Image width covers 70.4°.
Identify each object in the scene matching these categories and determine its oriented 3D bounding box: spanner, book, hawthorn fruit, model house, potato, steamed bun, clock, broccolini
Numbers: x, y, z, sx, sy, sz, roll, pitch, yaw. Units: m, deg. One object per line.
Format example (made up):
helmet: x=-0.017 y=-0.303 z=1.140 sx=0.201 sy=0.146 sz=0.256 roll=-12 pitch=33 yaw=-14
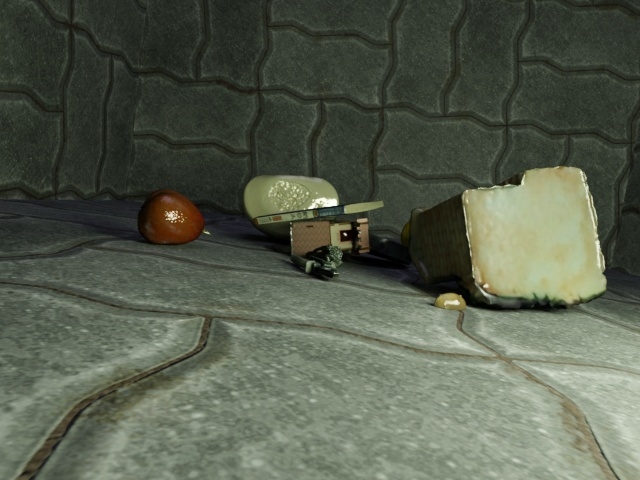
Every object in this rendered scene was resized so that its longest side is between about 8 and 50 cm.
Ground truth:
spanner: x=-0.010 y=0.079 z=1.382 sx=0.096 sy=0.040 sz=0.325 roll=6 pitch=4 yaw=-19
book: x=-0.007 y=-0.109 z=1.771 sx=0.428 sy=0.039 sz=0.300 roll=-4 pitch=5 yaw=36
hawthorn fruit: x=-0.485 y=-0.064 z=1.537 sx=0.252 sy=0.199 sz=0.199 roll=21 pitch=-1 yaw=-26
model house: x=0.523 y=0.021 z=1.384 sx=0.446 sy=0.394 sz=0.400 roll=-8 pitch=-4 yaw=-18
potato: x=0.331 y=0.152 z=1.122 sx=0.093 sy=0.037 sz=0.036 roll=7 pitch=10 yaw=-24
model house: x=0.000 y=0.000 z=1.708 sx=0.245 sy=0.168 sz=0.326 roll=-4 pitch=6 yaw=-33
steamed bun: x=-0.139 y=-0.135 z=2.190 sx=0.457 sy=0.289 sz=0.371 roll=2 pitch=-7 yaw=-1
clock: x=0.226 y=0.024 z=1.876 sx=0.319 sy=0.066 sz=0.319 roll=19 pitch=-2 yaw=1
broccolini: x=0.013 y=0.045 z=1.536 sx=0.068 sy=0.091 sz=0.203 roll=-30 pitch=18 yaw=-19

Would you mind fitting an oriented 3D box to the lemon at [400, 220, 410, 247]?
lemon: x=0.504 y=-0.005 z=2.108 sx=0.236 sy=0.235 sz=0.263 roll=6 pitch=12 yaw=-24
